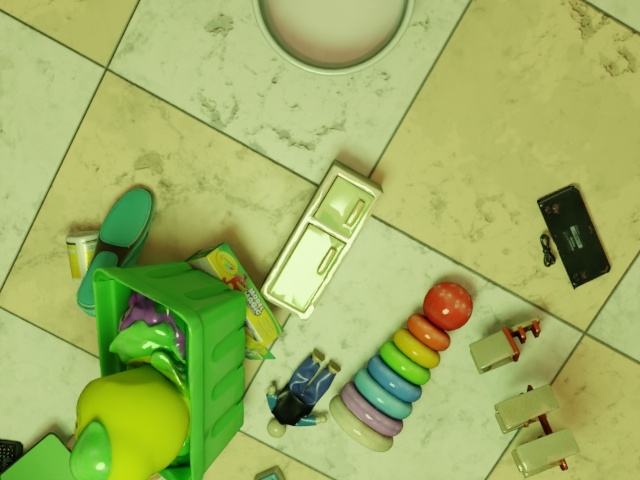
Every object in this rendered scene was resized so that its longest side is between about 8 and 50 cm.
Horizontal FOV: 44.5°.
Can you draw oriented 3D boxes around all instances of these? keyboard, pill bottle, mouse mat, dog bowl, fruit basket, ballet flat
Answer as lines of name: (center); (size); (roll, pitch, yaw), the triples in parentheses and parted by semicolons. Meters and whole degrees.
keyboard: (0.445, 0.000, 1.415); (0.108, 0.023, 0.180); (-26, 100, 1)
pill bottle: (-0.424, 0.043, 1.427); (0.065, 0.065, 0.116); (-4, 102, 3)
mouse mat: (-0.523, 0.468, 1.507); (0.190, 0.007, 0.152); (-39, 92, 22)
dog bowl: (0.021, -0.407, 1.290); (0.265, 0.104, 0.264); (0, 104, 1)
fruit basket: (-0.292, 0.250, 1.270); (0.283, 0.392, 0.391); (24, 106, 33)
ballet flat: (-0.363, 0.024, 1.401); (0.083, 0.087, 0.247); (17, 69, 8)
keyboard: (-0.649, 0.486, 1.552); (0.100, 0.038, 0.192); (8, 102, 0)

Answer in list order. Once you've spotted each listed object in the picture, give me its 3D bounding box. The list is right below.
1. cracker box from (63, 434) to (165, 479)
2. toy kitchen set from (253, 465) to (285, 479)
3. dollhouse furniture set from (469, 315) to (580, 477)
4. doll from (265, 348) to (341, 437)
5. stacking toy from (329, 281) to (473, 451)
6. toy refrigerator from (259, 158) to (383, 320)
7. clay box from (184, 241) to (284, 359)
cracker box: (-0.362, 0.444, 1.518); (0.232, 0.067, 0.155); (-10, 103, 3)
toy kitchen set: (-0.156, 0.549, 1.478); (0.207, 0.166, 0.122); (-26, 93, 7)
dollhouse furniture set: (0.374, 0.280, 1.377); (0.135, 0.262, 0.259); (-22, 70, 5)
doll: (-0.038, 0.304, 1.487); (0.129, 0.046, 0.189); (36, 101, -6)
stacking toy: (0.164, 0.220, 1.425); (0.141, 0.141, 0.330); (36, 97, -7)
toy refrigerator: (0.000, 0.000, 1.391); (0.102, 0.094, 0.269); (30, 102, -5)
clay box: (-0.152, 0.114, 1.405); (0.053, 0.127, 0.222); (-39, 103, -29)
